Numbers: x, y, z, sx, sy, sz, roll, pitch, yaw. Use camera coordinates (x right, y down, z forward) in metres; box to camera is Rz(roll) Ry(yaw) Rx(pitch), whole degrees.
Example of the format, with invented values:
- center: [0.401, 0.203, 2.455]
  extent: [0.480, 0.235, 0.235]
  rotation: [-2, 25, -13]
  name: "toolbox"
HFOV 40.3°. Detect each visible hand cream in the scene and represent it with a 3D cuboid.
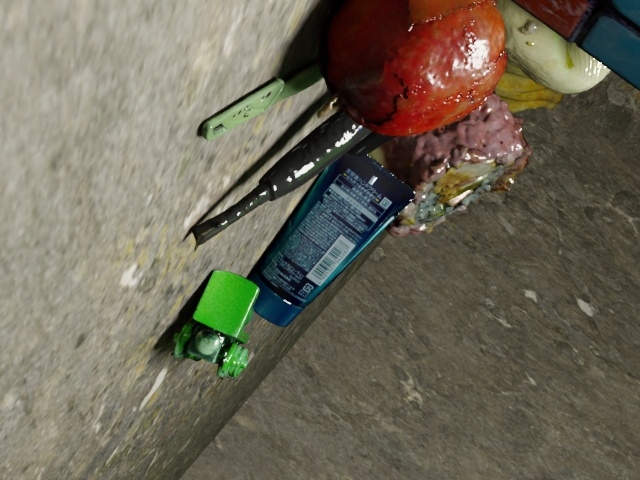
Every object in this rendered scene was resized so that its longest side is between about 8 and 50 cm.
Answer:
- center: [0.000, 0.000, 1.178]
  extent: [0.270, 0.120, 0.061]
  rotation: [-50, -174, 22]
  name: "hand cream"

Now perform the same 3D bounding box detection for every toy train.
- center: [-0.119, 0.107, 1.083]
  extent: [0.251, 0.085, 0.119]
  rotation: [104, 9, -82]
  name: "toy train"

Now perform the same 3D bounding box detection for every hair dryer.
- center: [-0.001, -0.094, 0.883]
  extent: [0.359, 0.120, 0.303]
  rotation: [-38, -178, -23]
  name: "hair dryer"

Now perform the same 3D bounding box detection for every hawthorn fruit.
- center: [0.063, -0.150, 0.692]
  extent: [0.172, 0.148, 0.148]
  rotation: [-35, 172, -4]
  name: "hawthorn fruit"

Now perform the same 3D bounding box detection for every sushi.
- center: [0.158, -0.126, 1.253]
  extent: [0.236, 0.171, 0.270]
  rotation: [-22, 166, -13]
  name: "sushi"

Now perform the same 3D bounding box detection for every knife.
- center: [-0.035, -0.119, 0.702]
  extent: [0.207, 0.014, 0.030]
  rotation: [-42, 170, -51]
  name: "knife"

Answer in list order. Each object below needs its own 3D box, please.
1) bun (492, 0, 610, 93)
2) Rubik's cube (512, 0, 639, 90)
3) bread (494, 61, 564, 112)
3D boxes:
- center: [0.339, -0.346, 1.243]
  extent: [0.259, 0.160, 0.259]
  rotation: [-22, 129, -30]
  name: "bun"
- center: [0.401, -0.380, 0.959]
  extent: [0.313, 0.316, 0.318]
  rotation: [-52, 172, -1]
  name: "Rubik's cube"
- center: [0.369, -0.341, 1.470]
  extent: [0.239, 0.196, 0.252]
  rotation: [-54, 170, 0]
  name: "bread"
